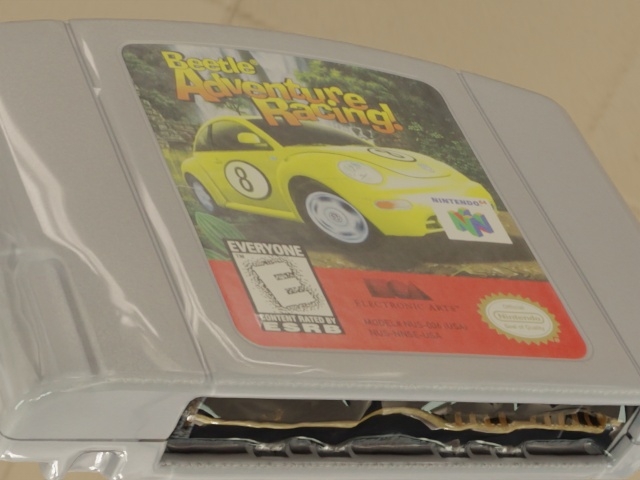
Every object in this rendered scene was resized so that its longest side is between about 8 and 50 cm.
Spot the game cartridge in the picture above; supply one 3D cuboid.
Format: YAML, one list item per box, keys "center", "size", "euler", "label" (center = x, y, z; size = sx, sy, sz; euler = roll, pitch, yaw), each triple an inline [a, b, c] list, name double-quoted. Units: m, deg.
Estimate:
- center: [0.000, 0.000, 0.704]
  size: [0.294, 0.196, 0.060]
  euler: [4, 128, -31]
  label: "game cartridge"
